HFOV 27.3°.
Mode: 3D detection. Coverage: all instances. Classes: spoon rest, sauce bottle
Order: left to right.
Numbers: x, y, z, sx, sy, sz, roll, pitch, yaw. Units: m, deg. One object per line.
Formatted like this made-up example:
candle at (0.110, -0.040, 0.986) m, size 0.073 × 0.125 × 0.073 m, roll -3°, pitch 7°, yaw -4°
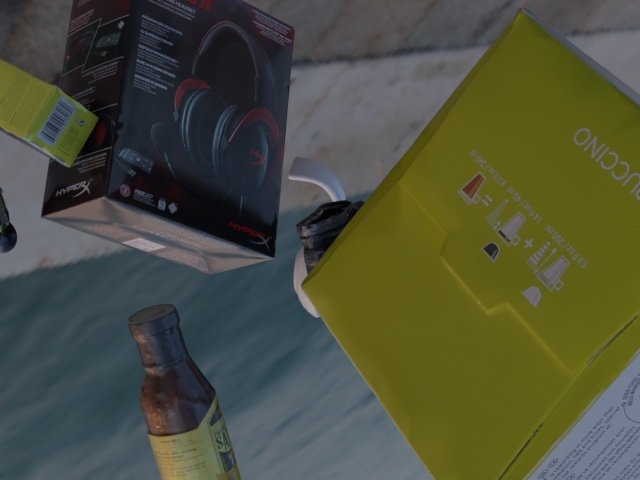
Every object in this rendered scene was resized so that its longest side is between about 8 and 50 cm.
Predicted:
sauce bottle at (-0.070, 0.097, 0.688) m, size 0.042 × 0.128 × 0.042 m, roll -13°, pitch -164°, yaw 4°
spoon rest at (0.000, 0.000, 2.089) m, size 0.137 × 0.084 × 0.276 m, roll -72°, pitch 162°, yaw -51°

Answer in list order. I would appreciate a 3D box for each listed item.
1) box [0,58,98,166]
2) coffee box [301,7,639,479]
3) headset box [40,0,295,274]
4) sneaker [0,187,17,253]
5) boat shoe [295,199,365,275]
box at (-0.321, -0.148, 1.216) m, size 0.058 × 0.232 × 0.087 m, roll -60°, pitch 154°, yaw -4°
coffee box at (0.253, 0.061, 1.187) m, size 0.334 × 0.338 × 0.338 m, roll 27°, pitch 108°, yaw -41°
headset box at (-0.145, -0.138, 1.327) m, size 0.110 × 0.293 × 0.218 m, roll -14°, pitch 154°, yaw 43°
sneaker at (-0.315, -0.018, 1.210) m, size 0.097 × 0.235 × 0.084 m, roll 31°, pitch 106°, yaw -30°
boat shoe at (0.056, -0.011, 1.351) m, size 0.183 × 0.083 × 0.065 m, roll -27°, pitch -161°, yaw -36°
